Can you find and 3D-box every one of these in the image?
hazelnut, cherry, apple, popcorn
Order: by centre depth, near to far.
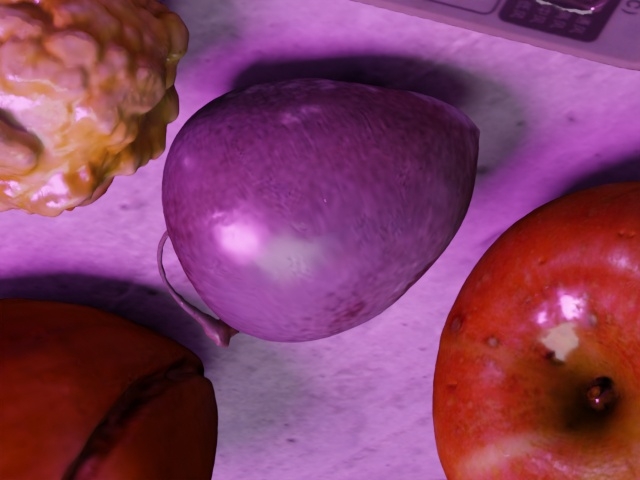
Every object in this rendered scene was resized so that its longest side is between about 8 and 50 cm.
[{"bbox_3d":[-0.105,-0.062,0.761,0.106,0.116,0.121,-9,148,-14],"label":"popcorn"},{"bbox_3d":[0.005,-0.005,0.855,0.148,0.115,0.188,-41,149,-5],"label":"cherry"},{"bbox_3d":[0.151,0.072,0.871,0.196,0.196,0.196,2,146,1],"label":"apple"},{"bbox_3d":[-0.140,0.117,0.984,0.208,0.208,0.208,2,146,1],"label":"hazelnut"}]

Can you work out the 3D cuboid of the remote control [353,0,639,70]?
[{"bbox_3d":[0.019,-0.135,0.710,0.285,0.038,0.123,12,145,-13],"label":"remote control"}]
